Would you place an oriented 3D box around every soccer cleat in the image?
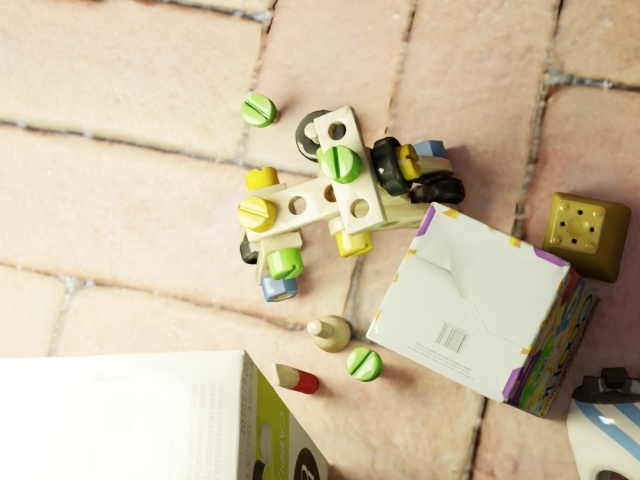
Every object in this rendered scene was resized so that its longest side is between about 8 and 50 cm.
[{"bbox_3d":[0.394,0.201,1.620,0.331,0.116,0.143,0,97,36],"label":"soccer cleat"}]

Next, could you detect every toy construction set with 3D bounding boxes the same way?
[{"bbox_3d":[0.000,0.000,1.706,0.258,0.237,0.308,8,84,16],"label":"toy construction set"}]

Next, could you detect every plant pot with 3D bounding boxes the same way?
[{"bbox_3d":[0.266,-0.009,1.718,0.081,0.083,0.081,12,84,16],"label":"plant pot"}]

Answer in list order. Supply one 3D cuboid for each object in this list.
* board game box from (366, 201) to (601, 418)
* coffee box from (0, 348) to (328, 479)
[{"bbox_3d":[0.166,0.073,1.631,0.144,0.275,0.142,26,88,17],"label":"board game box"},{"bbox_3d":[-0.193,0.324,1.621,0.338,0.334,0.337,-4,63,13],"label":"coffee box"}]
